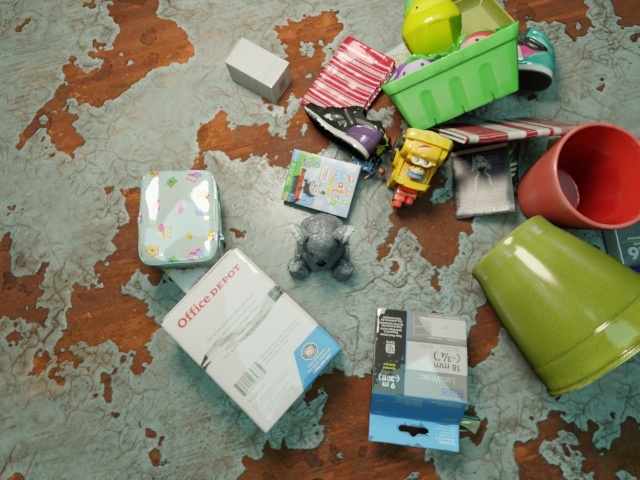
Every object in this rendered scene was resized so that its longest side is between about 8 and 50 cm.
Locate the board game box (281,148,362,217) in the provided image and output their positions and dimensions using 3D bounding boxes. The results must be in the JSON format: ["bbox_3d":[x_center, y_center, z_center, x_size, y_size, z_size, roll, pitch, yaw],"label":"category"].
[{"bbox_3d":[0.002,-0.172,1.269,0.211,0.039,0.160,16,95,10],"label":"board game box"}]

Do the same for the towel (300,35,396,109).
[{"bbox_3d":[0.089,-0.504,1.349,0.199,0.031,0.275,35,89,12],"label":"towel"}]

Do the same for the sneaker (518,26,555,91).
[{"bbox_3d":[0.590,-0.586,1.318,0.295,0.124,0.178,22,71,17],"label":"sneaker"}]

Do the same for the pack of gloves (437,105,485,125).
[{"bbox_3d":[0.416,-0.486,1.315,0.195,0.046,0.232,-11,93,19],"label":"pack of gloves"}]

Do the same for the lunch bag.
[{"bbox_3d":[-0.375,-0.051,1.160,0.224,0.108,0.279,-3,77,-6],"label":"lunch bag"}]

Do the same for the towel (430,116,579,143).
[{"bbox_3d":[0.510,-0.310,1.196,0.329,0.237,0.037,-7,112,-8],"label":"towel"}]

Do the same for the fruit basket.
[{"bbox_3d":[0.340,-0.541,1.188,0.392,0.283,0.392,5,114,10],"label":"fruit basket"}]

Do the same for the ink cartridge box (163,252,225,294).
[{"bbox_3d":[-0.382,0.049,1.241,0.212,0.093,0.154,43,84,12],"label":"ink cartridge box"}]

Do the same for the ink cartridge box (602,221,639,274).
[{"bbox_3d":[0.988,-0.001,1.207,0.303,0.072,0.307,-6,76,1],"label":"ink cartridge box"}]

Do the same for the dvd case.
[{"bbox_3d":[0.482,-0.182,1.259,0.164,0.018,0.221,-7,78,26],"label":"dvd case"}]

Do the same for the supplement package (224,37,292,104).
[{"bbox_3d":[-0.196,-0.542,1.349,0.179,0.105,0.105,31,82,7],"label":"supplement package"}]

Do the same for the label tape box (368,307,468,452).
[{"bbox_3d":[0.256,0.360,1.106,0.240,0.106,0.334,4,66,6],"label":"label tape box"}]

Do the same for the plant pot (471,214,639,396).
[{"bbox_3d":[0.599,0.134,1.076,0.366,0.366,0.353,-36,67,-5],"label":"plant pot"}]

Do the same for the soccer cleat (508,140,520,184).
[{"bbox_3d":[0.572,-0.212,1.276,0.072,0.060,0.179,25,87,-2],"label":"soccer cleat"}]

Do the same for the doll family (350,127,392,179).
[{"bbox_3d":[0.164,-0.271,1.297,0.111,0.076,0.193,21,85,2],"label":"doll family"}]

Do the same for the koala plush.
[{"bbox_3d":[0.000,0.000,1.169,0.196,0.221,0.203,2,78,3],"label":"koala plush"}]

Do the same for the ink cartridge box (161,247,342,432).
[{"bbox_3d":[-0.179,0.258,1.151,0.395,0.166,0.285,43,83,9],"label":"ink cartridge box"}]

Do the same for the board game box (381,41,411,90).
[{"bbox_3d":[0.241,-0.568,1.375,0.154,0.026,0.103,-34,79,-5],"label":"board game box"}]

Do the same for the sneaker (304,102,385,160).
[{"bbox_3d":[0.076,-0.357,1.273,0.283,0.107,0.124,42,90,27],"label":"sneaker"}]

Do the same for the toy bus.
[{"bbox_3d":[0.265,-0.194,1.206,0.149,0.220,0.211,20,86,1],"label":"toy bus"}]

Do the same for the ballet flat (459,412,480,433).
[{"bbox_3d":[0.350,0.482,1.141,0.168,0.057,0.052,17,89,6],"label":"ballet flat"}]

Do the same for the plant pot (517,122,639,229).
[{"bbox_3d":[0.692,-0.148,1.146,0.274,0.243,0.275,0,84,-4],"label":"plant pot"}]

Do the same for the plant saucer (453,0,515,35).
[{"bbox_3d":[0.499,-0.709,1.371,0.188,0.045,0.188,-25,67,-2],"label":"plant saucer"}]
